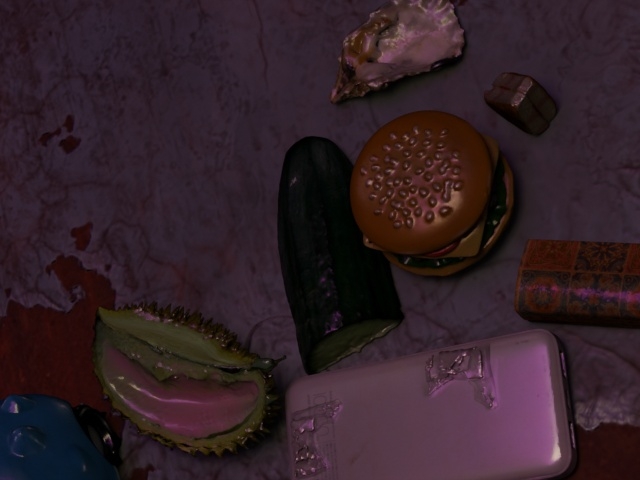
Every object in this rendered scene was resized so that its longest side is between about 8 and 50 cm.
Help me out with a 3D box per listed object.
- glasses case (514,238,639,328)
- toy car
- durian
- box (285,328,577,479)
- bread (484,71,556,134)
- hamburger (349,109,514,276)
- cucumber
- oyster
[{"bbox_3d":[0.290,0.041,1.734,0.218,0.049,0.075,2,73,28],"label":"glasses case"},{"bbox_3d":[-0.297,0.269,1.877,0.189,0.190,0.255,-27,63,16],"label":"toy car"},{"bbox_3d":[-0.123,0.137,1.894,0.221,0.095,0.137,17,116,30],"label":"durian"},{"bbox_3d":[0.099,0.175,1.789,0.285,0.044,0.142,-13,68,23],"label":"box"},{"bbox_3d":[0.200,-0.132,1.849,0.043,0.062,0.109,-51,15,0],"label":"bread"},{"bbox_3d":[0.106,-0.045,1.824,0.162,0.115,0.162,-9,69,25],"label":"hamburger"},{"bbox_3d":[0.000,0.000,1.898,0.115,0.063,0.243,-24,61,18],"label":"cucumber"},{"bbox_3d":[0.082,-0.195,1.935,0.122,0.045,0.146,21,75,35],"label":"oyster"}]
